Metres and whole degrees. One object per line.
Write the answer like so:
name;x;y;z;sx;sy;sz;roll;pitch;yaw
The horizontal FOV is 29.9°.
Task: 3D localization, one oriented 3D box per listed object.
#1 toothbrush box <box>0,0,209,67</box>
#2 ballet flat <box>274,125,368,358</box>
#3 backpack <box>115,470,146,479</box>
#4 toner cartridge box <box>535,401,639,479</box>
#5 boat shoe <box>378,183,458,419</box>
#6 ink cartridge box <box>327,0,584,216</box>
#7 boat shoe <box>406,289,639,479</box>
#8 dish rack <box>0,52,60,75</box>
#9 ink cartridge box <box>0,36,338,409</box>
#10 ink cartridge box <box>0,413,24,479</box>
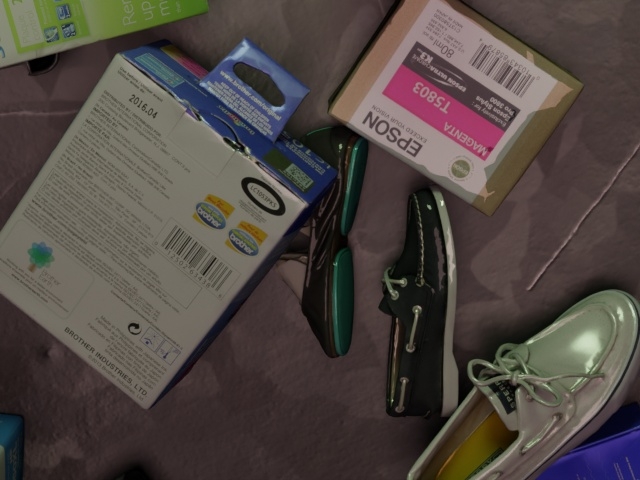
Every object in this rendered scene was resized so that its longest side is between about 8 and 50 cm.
toothbrush box;-0.290;-0.312;1.302;0.283;0.122;0.206;-19;106;-22
ballet flat;0.000;0.000;1.457;0.096;0.095;0.280;7;95;18
backpack;-0.258;0.367;1.566;0.114;0.084;0.105;-36;101;6
toner cartridge box;0.396;0.398;1.554;0.165;0.075;0.348;-20;103;9
boat shoe;0.116;0.082;1.459;0.091;0.114;0.302;-5;105;-2
ink cartridge box;0.154;-0.170;1.401;0.235;0.088;0.193;31;103;-7
boat shoe;0.233;0.187;1.435;0.367;0.136;0.156;-46;138;7
dish rack;-0.448;-0.276;1.404;0.271;0.074;0.208;-12;104;6
ink cartridge box;-0.170;-0.042;1.377;0.270;0.151;0.395;39;113;1
ink cartridge box;-0.542;0.340;1.410;0.285;0.395;0.166;7;106;0
